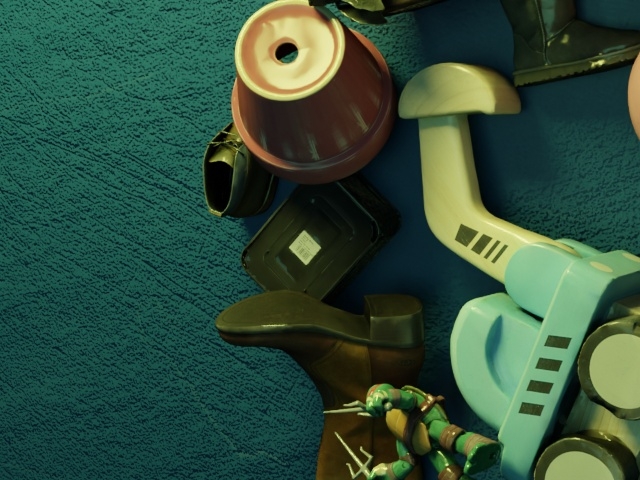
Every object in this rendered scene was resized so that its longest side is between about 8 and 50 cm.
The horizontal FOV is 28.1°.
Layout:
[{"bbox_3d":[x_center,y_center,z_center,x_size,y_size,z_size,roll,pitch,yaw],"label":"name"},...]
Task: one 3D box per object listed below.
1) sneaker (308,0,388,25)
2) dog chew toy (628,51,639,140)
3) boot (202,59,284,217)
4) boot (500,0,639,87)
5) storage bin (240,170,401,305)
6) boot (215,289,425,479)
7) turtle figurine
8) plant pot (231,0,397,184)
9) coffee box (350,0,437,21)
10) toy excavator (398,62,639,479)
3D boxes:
[{"bbox_3d":[0.028,-0.313,1.444,0.089,0.051,0.170,-4,57,5],"label":"sneaker"},{"bbox_3d":[0.424,-0.191,1.272,0.206,0.332,0.207,-2,63,4],"label":"dog chew toy"},{"bbox_3d":[-0.093,-0.129,1.641,0.082,0.106,0.219,13,105,22],"label":"boot"},{"bbox_3d":[0.280,-0.292,1.467,0.189,0.076,0.209,-8,90,25],"label":"boot"},{"bbox_3d":[0.000,0.000,1.637,0.122,0.084,0.180,46,114,10],"label":"storage bin"},{"bbox_3d":[0.003,0.202,1.623,0.264,0.096,0.280,-3,116,-6],"label":"boot"},{"bbox_3d":[0.105,0.226,1.491,0.234,0.118,0.175,29,148,41],"label":"turtle figurine"},{"bbox_3d":[-0.018,-0.188,1.515,0.201,0.180,0.201,-3,72,9],"label":"plant pot"},{"bbox_3d":[0.096,-0.418,1.467,0.168,0.119,0.297,-9,96,47],"label":"coffee box"},{"bbox_3d":[0.239,0.054,1.485,0.445,0.222,0.433,26,108,27],"label":"toy excavator"}]
